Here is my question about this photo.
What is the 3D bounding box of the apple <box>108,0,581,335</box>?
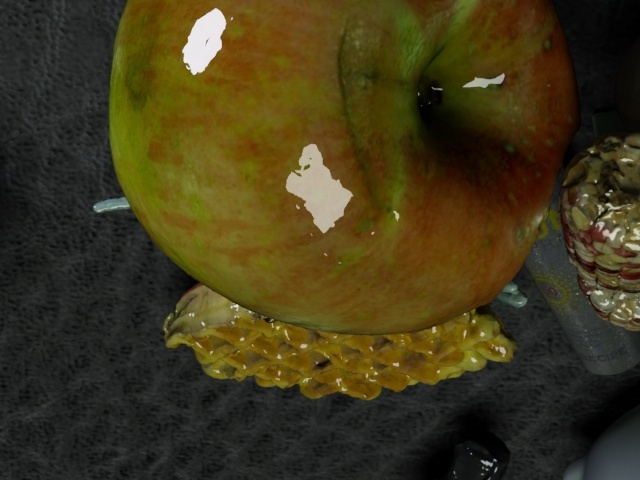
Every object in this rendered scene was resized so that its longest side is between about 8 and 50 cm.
[{"bbox_3d":[0.010,-0.096,1.340,0.339,0.339,0.339,1,130,1],"label":"apple"}]

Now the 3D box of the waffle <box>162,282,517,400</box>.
[{"bbox_3d":[0.014,0.067,1.587,0.309,0.065,0.283,1,155,5],"label":"waffle"}]

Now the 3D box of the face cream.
[{"bbox_3d":[0.203,-0.001,1.573,0.073,0.073,0.283,-21,126,17],"label":"face cream"}]

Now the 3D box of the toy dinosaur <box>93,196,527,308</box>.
[{"bbox_3d":[0.013,-0.023,1.552,0.383,0.076,0.129,19,147,-11],"label":"toy dinosaur"}]

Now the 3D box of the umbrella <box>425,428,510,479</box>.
[{"bbox_3d":[0.107,0.316,1.819,0.128,0.154,0.336,-11,120,-41],"label":"umbrella"}]

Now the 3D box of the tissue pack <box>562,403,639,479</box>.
[{"bbox_3d":[0.372,0.302,1.718,0.236,0.229,0.333,-17,127,12],"label":"tissue pack"}]

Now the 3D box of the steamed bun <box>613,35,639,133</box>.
[{"bbox_3d":[0.402,-0.155,1.289,0.247,0.236,0.383,37,104,-18],"label":"steamed bun"}]

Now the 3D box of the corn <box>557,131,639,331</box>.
[{"bbox_3d":[0.229,0.005,1.371,0.098,0.098,0.290,-7,160,7],"label":"corn"}]

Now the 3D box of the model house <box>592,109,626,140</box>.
[{"bbox_3d":[0.297,-0.033,1.527,0.127,0.100,0.149,-10,128,10],"label":"model house"}]
